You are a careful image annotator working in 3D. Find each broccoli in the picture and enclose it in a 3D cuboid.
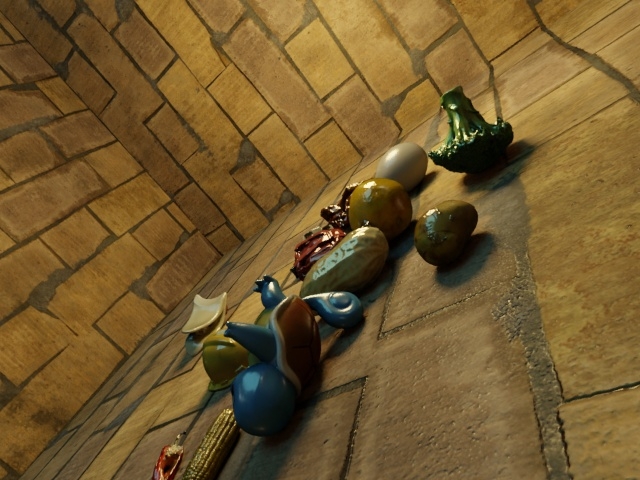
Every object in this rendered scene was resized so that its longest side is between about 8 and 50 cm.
[{"bbox_3d":[0.438,-0.328,1.359,0.254,0.269,0.269,-23,17,14],"label":"broccoli"}]

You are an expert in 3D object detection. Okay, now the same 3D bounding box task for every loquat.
[{"bbox_3d":[0.179,-0.082,1.405,0.213,0.213,0.246,-29,14,41],"label":"loquat"}]

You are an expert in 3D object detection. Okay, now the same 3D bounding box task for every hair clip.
[{"bbox_3d":[-0.520,0.365,1.988,0.173,0.113,0.282,-7,33,20],"label":"hair clip"}]

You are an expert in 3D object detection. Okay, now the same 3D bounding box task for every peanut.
[{"bbox_3d":[0.065,0.092,1.266,0.313,0.152,0.152,-39,13,3],"label":"peanut"}]

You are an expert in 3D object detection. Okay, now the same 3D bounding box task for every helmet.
[{"bbox_3d":[-0.301,0.353,1.428,0.257,0.140,0.205,-29,16,29],"label":"helmet"}]

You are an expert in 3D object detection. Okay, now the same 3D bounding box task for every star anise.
[{"bbox_3d":[0.126,-0.146,1.899,0.346,0.148,0.237,-41,11,46],"label":"star anise"}]

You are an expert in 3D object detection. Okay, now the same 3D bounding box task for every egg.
[{"bbox_3d":[0.305,-0.267,1.728,0.232,0.176,0.176,-46,13,-4],"label":"egg"}]

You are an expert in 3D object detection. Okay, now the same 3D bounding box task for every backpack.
[{"bbox_3d":[0.011,0.045,1.573,0.229,0.139,0.229,-38,13,11],"label":"backpack"}]

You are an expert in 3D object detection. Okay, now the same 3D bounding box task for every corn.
[{"bbox_3d":[-0.239,0.467,1.008,0.068,0.068,0.207,-30,18,36],"label":"corn"}]

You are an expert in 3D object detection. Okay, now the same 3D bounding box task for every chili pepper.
[{"bbox_3d":[-0.381,0.571,1.108,0.268,0.059,0.050,-94,17,-71],"label":"chili pepper"}]

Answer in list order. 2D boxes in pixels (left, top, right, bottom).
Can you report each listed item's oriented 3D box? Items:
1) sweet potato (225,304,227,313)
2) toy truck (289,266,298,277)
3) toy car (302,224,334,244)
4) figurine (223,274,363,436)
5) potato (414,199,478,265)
[{"bbox_3d":[-0.484,0.359,2.094,0.058,0.055,0.202,-43,10,34],"label":"sweet potato"},{"bbox_3d":[-0.078,0.113,1.803,0.054,0.049,0.083,-46,13,-31],"label":"toy truck"},{"bbox_3d":[0.000,0.000,1.879,0.139,0.112,0.112,-31,-4,-7],"label":"toy car"},{"bbox_3d":[-0.088,0.249,1.061,0.416,0.243,0.297,-46,-29,-39],"label":"figurine"},{"bbox_3d":[0.290,-0.022,1.055,0.176,0.137,0.137,-46,14,-34],"label":"potato"}]
